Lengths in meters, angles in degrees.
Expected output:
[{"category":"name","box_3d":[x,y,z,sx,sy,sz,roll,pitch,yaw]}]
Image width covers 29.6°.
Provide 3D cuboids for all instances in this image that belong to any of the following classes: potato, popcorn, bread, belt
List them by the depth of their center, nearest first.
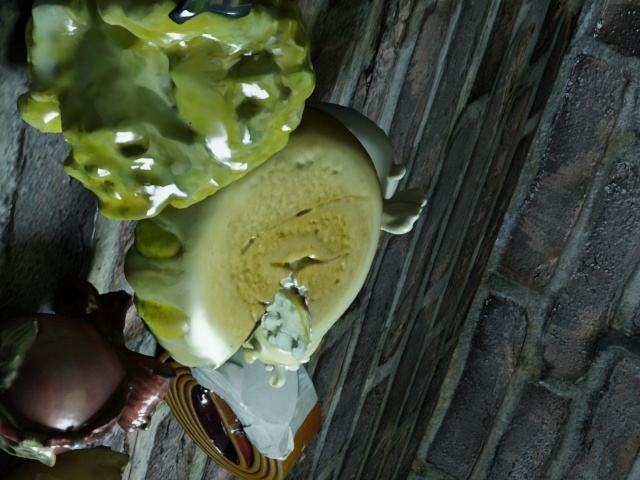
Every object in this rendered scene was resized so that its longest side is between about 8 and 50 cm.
[{"category":"popcorn","box_3d":[-0.145,-0.162,1.094,0.293,0.237,0.293,-17,144,-13]},{"category":"bread","box_3d":[-0.075,-0.015,1.361,0.333,0.160,0.333,-23,123,-40]},{"category":"potato","box_3d":[-0.346,0.348,1.396,0.299,0.116,0.239,-52,-166,23]},{"category":"belt","box_3d":[-0.116,0.222,1.721,0.122,0.217,0.339,-52,150,-29]}]

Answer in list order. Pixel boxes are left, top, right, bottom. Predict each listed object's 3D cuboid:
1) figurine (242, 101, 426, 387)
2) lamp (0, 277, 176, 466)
[{"category":"figurine","box_3d":[0.000,0.000,1.573,0.226,0.274,0.394,48,52,-42]},{"category":"lamp","box_3d":[-0.282,0.142,1.285,0.151,0.215,0.223,-50,146,20]}]
